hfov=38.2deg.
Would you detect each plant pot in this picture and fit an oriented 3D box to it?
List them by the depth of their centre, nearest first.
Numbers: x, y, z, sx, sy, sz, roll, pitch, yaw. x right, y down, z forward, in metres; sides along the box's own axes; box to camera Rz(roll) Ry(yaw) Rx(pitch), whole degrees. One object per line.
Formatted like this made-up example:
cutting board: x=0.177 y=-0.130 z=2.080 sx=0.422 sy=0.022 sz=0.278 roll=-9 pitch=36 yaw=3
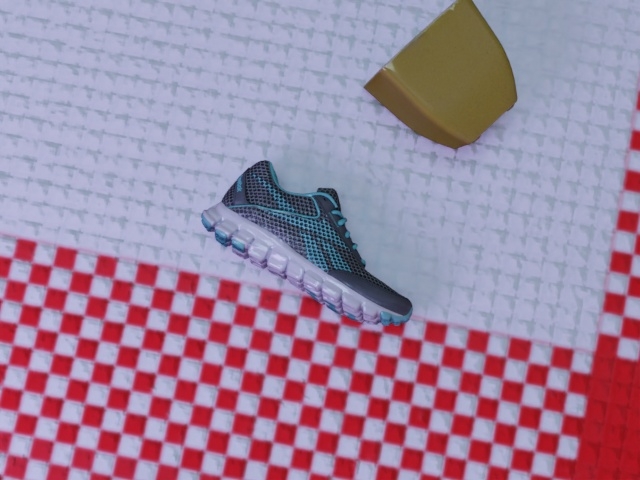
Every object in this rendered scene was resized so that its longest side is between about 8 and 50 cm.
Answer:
plant pot: x=0.093 y=-0.112 z=0.667 sx=0.081 sy=0.081 sz=0.083 roll=-42 pitch=94 yaw=-4

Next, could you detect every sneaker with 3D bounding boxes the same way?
sneaker: x=0.000 y=0.000 z=0.662 sx=0.166 sy=0.065 sz=0.076 roll=31 pitch=80 yaw=3
